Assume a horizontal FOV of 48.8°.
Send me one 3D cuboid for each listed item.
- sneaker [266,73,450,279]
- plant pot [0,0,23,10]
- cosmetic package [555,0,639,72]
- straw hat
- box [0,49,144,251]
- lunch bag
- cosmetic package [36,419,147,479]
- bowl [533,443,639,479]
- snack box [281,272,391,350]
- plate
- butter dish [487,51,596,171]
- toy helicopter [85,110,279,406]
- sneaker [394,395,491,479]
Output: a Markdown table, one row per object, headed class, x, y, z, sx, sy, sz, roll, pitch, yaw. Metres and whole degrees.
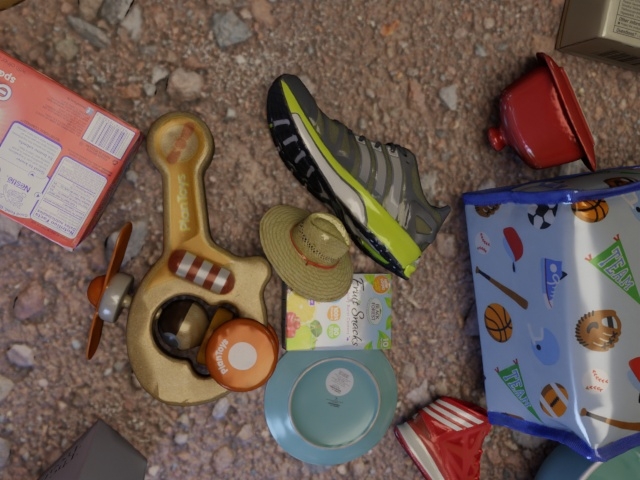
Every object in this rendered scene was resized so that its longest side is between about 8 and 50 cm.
| class | x | y | z | sx | sy | sz | roll | pitch | yaw |
| --- | --- | --- | --- | --- | --- | --- | --- | --- | --- |
| sneaker | 0.047 | -0.094 | 0.895 | 0.121 | 0.111 | 0.300 | -45 | 109 | -15 |
| plant pot | -0.407 | -0.376 | 0.789 | 0.236 | 0.032 | 0.237 | -2 | 98 | -12 |
| cosmetic package | 0.436 | -0.394 | 0.930 | 0.160 | 0.113 | 0.310 | 11 | 93 | -13 |
| straw hat | 0.000 | 0.000 | 0.866 | 0.144 | 0.144 | 0.061 | 36 | 131 | -14 |
| box | -0.361 | -0.129 | 0.770 | 0.299 | 0.142 | 0.154 | 29 | 90 | -14 |
| lunch bag | 0.414 | 0.062 | 0.923 | 0.385 | 0.239 | 0.328 | -9 | 98 | -27 |
| cosmetic package | -0.358 | 0.399 | 0.759 | 0.377 | 0.284 | 0.097 | -45 | 103 | -5 |
| bowl | 0.419 | 0.390 | 0.989 | 0.311 | 0.163 | 0.312 | -1 | 96 | -12 |
| snack box | 0.021 | 0.092 | 0.927 | 0.141 | 0.037 | 0.100 | 1 | 88 | -13 |
| plate | 0.018 | 0.217 | 0.954 | 0.188 | 0.024 | 0.188 | -1 | 97 | -11 |
| butter dish | 0.276 | -0.153 | 0.921 | 0.118 | 0.160 | 0.160 | -23 | 98 | 17 |
| toy helicopter | -0.177 | 0.022 | 0.856 | 0.234 | 0.140 | 0.355 | -5 | 87 | -3 |
| sneaker | 0.211 | 0.312 | 0.976 | 0.128 | 0.087 | 0.221 | -37 | 104 | -5 |
